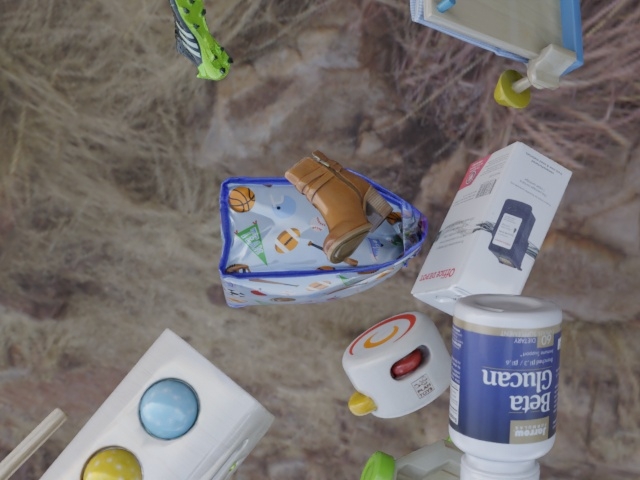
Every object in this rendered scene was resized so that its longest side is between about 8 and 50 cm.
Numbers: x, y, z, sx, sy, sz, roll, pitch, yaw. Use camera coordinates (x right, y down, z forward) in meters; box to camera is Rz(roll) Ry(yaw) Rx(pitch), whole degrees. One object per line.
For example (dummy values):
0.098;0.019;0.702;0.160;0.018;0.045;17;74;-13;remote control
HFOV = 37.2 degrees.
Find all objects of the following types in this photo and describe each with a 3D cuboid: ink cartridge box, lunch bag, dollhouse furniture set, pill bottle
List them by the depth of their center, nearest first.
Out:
0.161;0.137;0.838;0.094;0.169;0.094;1;-172;0;pill bottle
0.099;-0.294;1.008;0.287;0.303;0.198;10;161;-31;dollhouse furniture set
0.248;-0.007;1.399;0.100;0.237;0.172;29;167;-10;ink cartridge box
0.000;0.000;1.863;0.386;0.238;0.328;0;169;-2;lunch bag

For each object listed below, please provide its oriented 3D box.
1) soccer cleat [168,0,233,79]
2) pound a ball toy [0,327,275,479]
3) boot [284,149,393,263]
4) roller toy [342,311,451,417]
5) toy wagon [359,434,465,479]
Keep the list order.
-0.197;-0.318;1.428;0.072;0.060;0.178;1;130;36;soccer cleat
-0.227;0.223;0.902;0.208;0.319;0.135;37;170;17;pound a ball toy
0.008;-0.052;1.377;0.152;0.197;0.073;40;119;6;boot
0.152;0.241;1.805;0.191;0.209;0.146;-22;104;33;roller toy
0.164;0.309;0.987;0.267;0.344;0.068;23;130;-7;toy wagon
